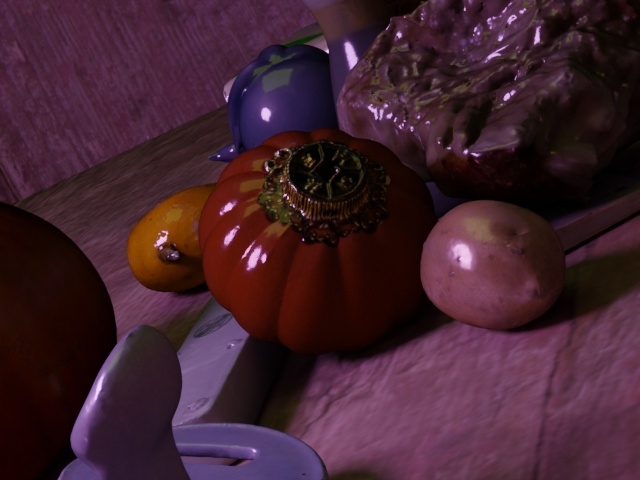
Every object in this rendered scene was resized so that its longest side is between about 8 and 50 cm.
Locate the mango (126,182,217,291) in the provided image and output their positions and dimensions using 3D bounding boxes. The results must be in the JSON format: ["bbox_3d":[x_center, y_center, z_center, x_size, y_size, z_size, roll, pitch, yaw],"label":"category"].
[{"bbox_3d":[-0.166,-0.008,1.984,0.176,0.119,0.317,-35,7,2],"label":"mango"}]

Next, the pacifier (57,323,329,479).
[{"bbox_3d":[-0.099,0.149,0.981,0.227,0.207,0.279,-4,20,20],"label":"pacifier"}]

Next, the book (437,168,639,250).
[{"bbox_3d":[0.192,-0.019,1.482,0.215,0.025,0.283,-27,10,-8],"label":"book"}]

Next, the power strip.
[{"bbox_3d":[-0.087,0.114,1.428,0.091,0.062,0.385,-24,13,16],"label":"power strip"}]

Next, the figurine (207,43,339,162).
[{"bbox_3d":[-0.018,-0.117,1.880,0.175,0.265,0.197,-43,43,-13],"label":"figurine"}]

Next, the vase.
[{"bbox_3d":[0.071,-0.182,1.708,0.173,0.321,0.173,-26,11,6],"label":"vase"}]

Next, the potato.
[{"bbox_3d":[0.137,0.021,1.241,0.112,0.112,0.147,-33,6,-24],"label":"potato"}]

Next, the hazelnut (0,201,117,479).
[{"bbox_3d":[-0.385,0.101,1.534,0.359,0.359,0.409,-32,22,-20],"label":"hazelnut"}]

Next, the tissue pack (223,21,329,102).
[{"bbox_3d":[0.105,-0.256,2.232,0.405,0.205,0.332,-20,10,25],"label":"tissue pack"}]

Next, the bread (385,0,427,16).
[{"bbox_3d":[0.192,-0.277,1.764,0.337,0.328,0.148,-41,24,54],"label":"bread"}]

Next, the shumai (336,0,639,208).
[{"bbox_3d":[0.189,-0.099,1.469,0.346,0.217,0.283,-14,42,9],"label":"shumai"}]

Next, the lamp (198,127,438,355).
[{"bbox_3d":[0.000,0.000,1.386,0.223,0.223,0.196,-33,-29,-25],"label":"lamp"}]
